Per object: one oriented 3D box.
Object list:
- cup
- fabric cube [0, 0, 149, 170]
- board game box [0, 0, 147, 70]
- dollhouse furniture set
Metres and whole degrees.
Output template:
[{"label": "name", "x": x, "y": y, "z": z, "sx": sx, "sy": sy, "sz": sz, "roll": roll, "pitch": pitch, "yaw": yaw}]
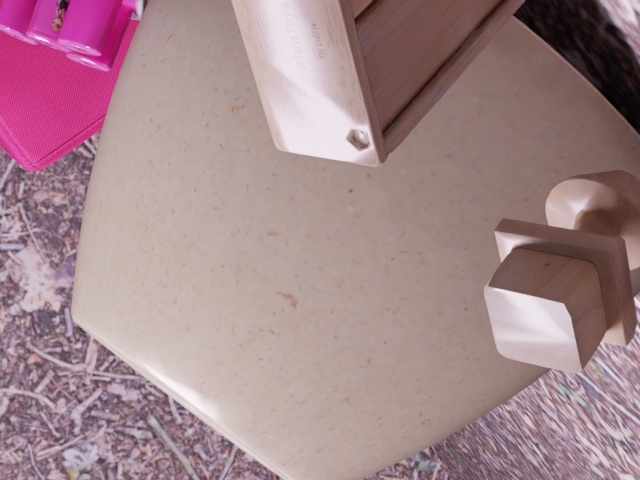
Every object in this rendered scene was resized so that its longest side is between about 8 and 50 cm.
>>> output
[{"label": "cup", "x": 0.000, "y": 0.000, "z": 0.899, "sx": 0.331, "sy": 0.237, "sz": 0.331, "roll": 35, "pitch": 171, "yaw": 6}, {"label": "fabric cube", "x": -0.200, "y": -0.255, "z": 1.112, "sx": 0.254, "sy": 0.259, "sz": 0.258, "roll": 46, "pitch": 170, "yaw": 47}, {"label": "board game box", "x": -0.268, "y": -0.194, "z": 0.734, "sx": 0.390, "sy": 0.050, "sz": 0.390, "roll": 20, "pitch": 174, "yaw": -5}, {"label": "dollhouse furniture set", "x": 0.157, "y": -0.108, "z": 0.485, "sx": 0.355, "sy": 0.174, "sz": 0.303, "roll": 10, "pitch": 134, "yaw": 34}]
